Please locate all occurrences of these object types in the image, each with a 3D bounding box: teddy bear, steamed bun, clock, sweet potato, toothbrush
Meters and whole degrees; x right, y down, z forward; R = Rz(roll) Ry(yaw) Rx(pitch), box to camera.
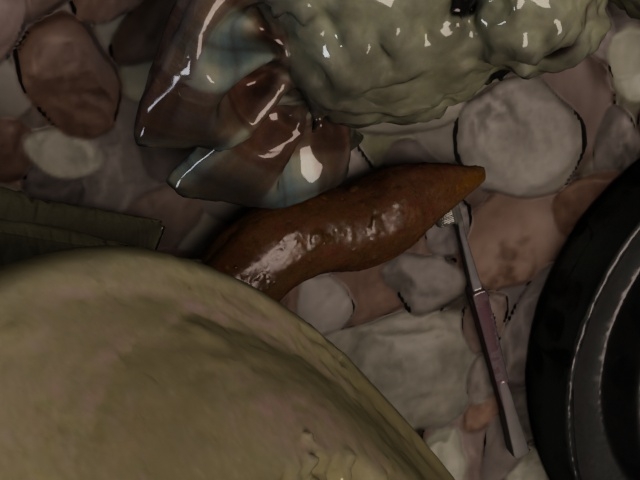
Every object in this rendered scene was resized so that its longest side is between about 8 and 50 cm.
[{"bbox_3d":[0.143,-0.155,0.878,0.327,0.375,0.362,52,55,-66],"label":"teddy bear"},{"bbox_3d":[-0.138,0.184,0.805,0.371,0.290,0.456,-25,154,26],"label":"steamed bun"},{"bbox_3d":[0.279,0.074,1.142,0.318,0.066,0.319,-7,108,-22],"label":"clock"},{"bbox_3d":[-0.001,-0.002,0.997,0.218,0.051,0.065,-27,132,-15],"label":"sweet potato"},{"bbox_3d":[0.097,0.048,1.080,0.017,0.014,0.194,-23,114,-8],"label":"toothbrush"}]

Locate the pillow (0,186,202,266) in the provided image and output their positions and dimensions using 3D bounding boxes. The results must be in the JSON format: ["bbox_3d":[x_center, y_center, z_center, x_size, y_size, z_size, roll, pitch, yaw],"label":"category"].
[{"bbox_3d":[-0.166,0.037,0.925,0.181,0.078,0.134,11,109,-31],"label":"pillow"}]
